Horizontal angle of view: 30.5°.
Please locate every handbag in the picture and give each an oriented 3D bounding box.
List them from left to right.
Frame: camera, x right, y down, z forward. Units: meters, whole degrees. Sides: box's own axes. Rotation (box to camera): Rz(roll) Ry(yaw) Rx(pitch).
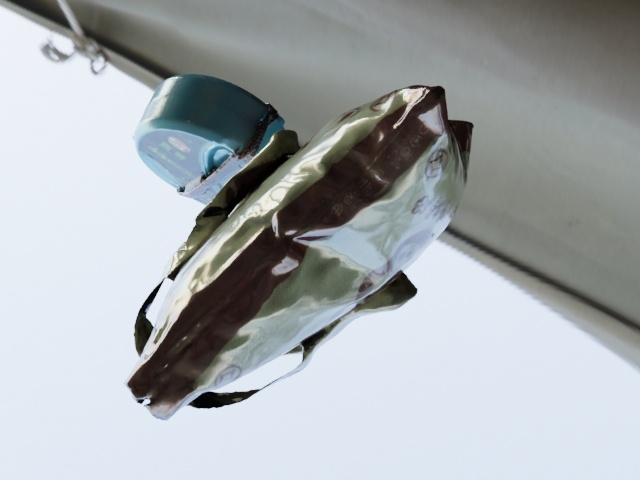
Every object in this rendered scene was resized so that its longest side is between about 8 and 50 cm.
[{"bbox_3d":[0.000,0.000,0.709,0.235,0.213,0.127,-45,-92,10],"label":"handbag"}]

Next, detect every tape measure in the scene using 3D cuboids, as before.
[{"bbox_3d":[-0.096,-0.082,1.008,0.125,0.146,0.081,33,-119,-21],"label":"tape measure"}]
